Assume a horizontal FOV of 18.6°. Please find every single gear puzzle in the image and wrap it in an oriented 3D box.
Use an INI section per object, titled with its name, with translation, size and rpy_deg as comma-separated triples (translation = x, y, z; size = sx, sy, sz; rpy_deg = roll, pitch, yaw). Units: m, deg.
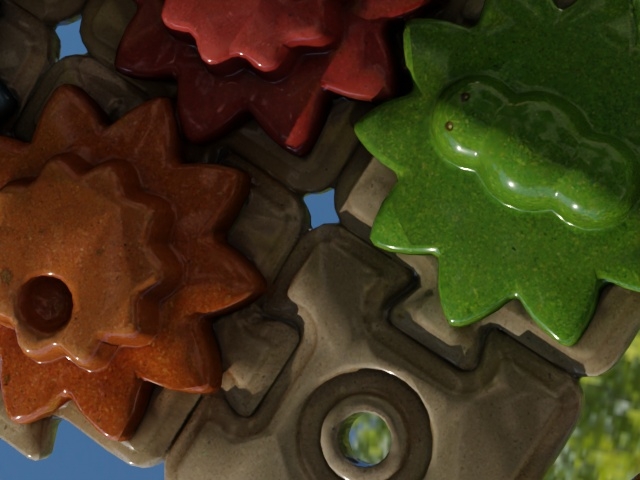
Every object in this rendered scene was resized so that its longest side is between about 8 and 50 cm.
[gear puzzle]
translation = 0.000, 0.000, 0.450
size = 0.339, 0.044, 0.175
rpy_deg = 34, -83, 15
